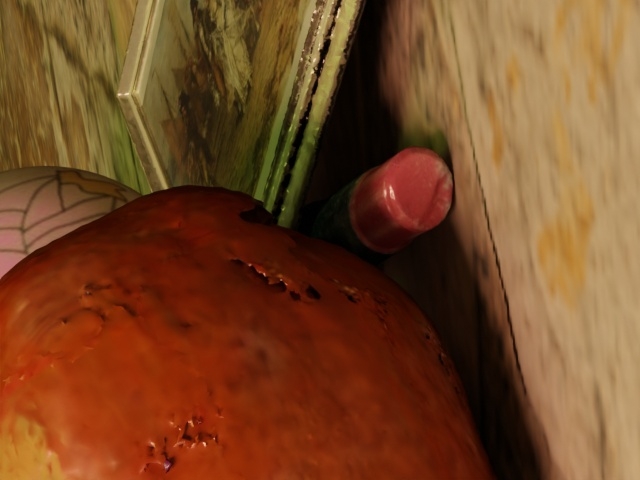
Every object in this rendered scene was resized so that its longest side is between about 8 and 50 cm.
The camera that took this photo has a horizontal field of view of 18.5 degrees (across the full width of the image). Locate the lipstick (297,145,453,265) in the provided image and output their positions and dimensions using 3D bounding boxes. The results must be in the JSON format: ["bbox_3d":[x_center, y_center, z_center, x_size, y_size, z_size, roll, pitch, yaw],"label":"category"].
[{"bbox_3d":[0.000,0.000,0.814,0.234,0.053,0.053,144,114,-67],"label":"lipstick"}]

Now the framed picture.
[{"bbox_3d":[-0.037,-0.103,0.818,0.217,0.017,0.274,-115,33,-46],"label":"framed picture"}]

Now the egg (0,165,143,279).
[{"bbox_3d":[-0.130,0.087,1.018,0.196,0.196,0.271,100,157,-49],"label":"egg"}]

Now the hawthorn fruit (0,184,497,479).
[{"bbox_3d":[-0.019,0.129,0.703,0.299,0.211,0.211,56,155,20],"label":"hawthorn fruit"}]
